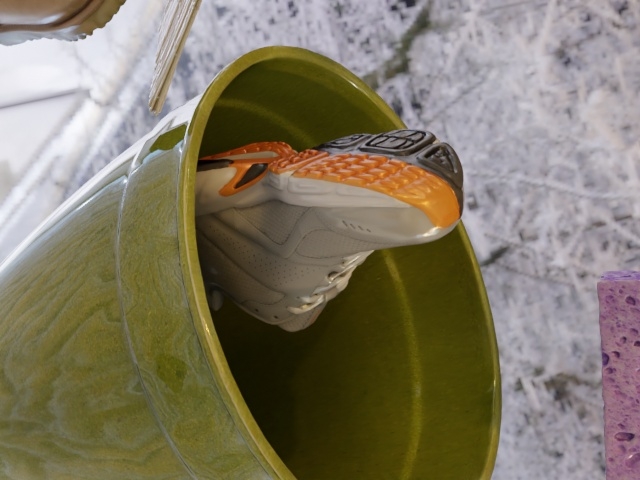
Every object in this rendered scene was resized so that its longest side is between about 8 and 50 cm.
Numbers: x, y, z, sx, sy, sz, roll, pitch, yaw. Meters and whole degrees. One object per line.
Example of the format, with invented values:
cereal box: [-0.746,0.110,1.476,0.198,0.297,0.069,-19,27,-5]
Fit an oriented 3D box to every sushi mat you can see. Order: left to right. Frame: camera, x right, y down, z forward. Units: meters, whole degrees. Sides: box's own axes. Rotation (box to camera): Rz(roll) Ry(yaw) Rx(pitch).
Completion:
sushi mat: [-0.118,-0.277,1.178,0.316,0.019,0.151,122,-23,-47]

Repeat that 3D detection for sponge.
sponge: [0.258,0.123,0.837,0.117,0.031,0.210,0,-74,20]

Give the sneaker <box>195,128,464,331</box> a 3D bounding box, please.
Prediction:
sneaker: [0.000,0.000,0.750,0.262,0.099,0.121,3,-70,55]

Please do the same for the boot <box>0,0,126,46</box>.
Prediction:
boot: [-0.257,-0.184,0.657,0.236,0.269,0.089,-11,-110,50]

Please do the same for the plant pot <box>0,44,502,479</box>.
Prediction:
plant pot: [-0.104,0.088,0.929,0.353,0.366,0.366,-21,-96,33]
